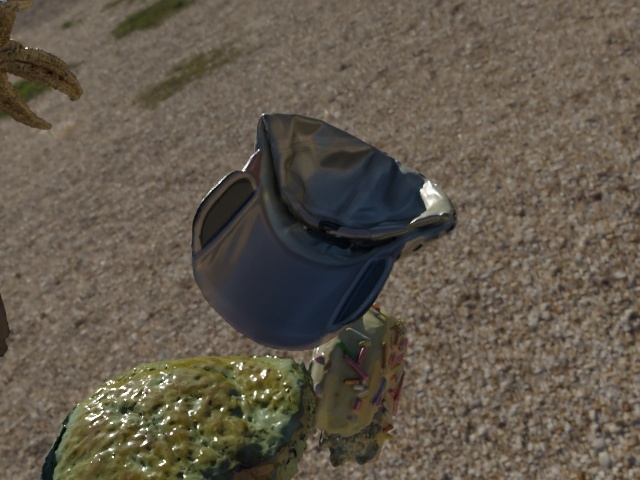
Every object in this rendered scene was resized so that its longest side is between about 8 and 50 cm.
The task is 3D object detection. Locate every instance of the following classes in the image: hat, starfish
[{"bbox_3d":[0.000,0.000,0.842,0.226,0.219,0.164,-58,-13,5],"label":"hat"},{"bbox_3d":[-0.489,-0.242,1.164,0.302,0.299,0.060,-6,67,-15],"label":"starfish"}]

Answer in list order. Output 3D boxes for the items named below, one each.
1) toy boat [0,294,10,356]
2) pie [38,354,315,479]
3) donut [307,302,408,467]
[{"bbox_3d":[-0.328,0.022,0.658,0.097,0.223,0.100,14,53,31],"label":"toy boat"},{"bbox_3d":[-0.212,0.328,1.269,0.395,0.180,0.418,8,47,29],"label":"pie"},{"bbox_3d":[0.076,0.273,1.642,0.150,0.371,0.307,10,64,15],"label":"donut"}]
